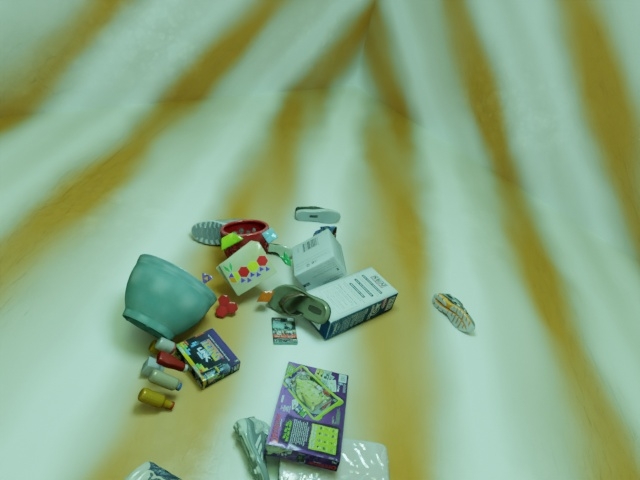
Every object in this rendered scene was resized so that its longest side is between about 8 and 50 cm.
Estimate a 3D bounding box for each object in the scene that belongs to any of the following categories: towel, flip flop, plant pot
[{"bbox_3d":[0.037,0.685,1.291,0.317,0.053,0.331,9,36,-5],"label":"towel"},{"bbox_3d":[-0.088,0.232,1.736,0.277,0.112,0.080,17,10,37],"label":"flip flop"},{"bbox_3d":[-0.517,0.206,1.582,0.293,0.293,0.196,23,65,12],"label":"plant pot"},{"bbox_3d":[-0.294,0.025,1.914,0.191,0.174,0.191,-1,19,0],"label":"plant pot"}]

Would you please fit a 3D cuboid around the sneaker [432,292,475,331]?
[{"bbox_3d":[0.553,0.282,1.959,0.083,0.084,0.215,-8,41,-34],"label":"sneaker"}]

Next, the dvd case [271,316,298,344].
[{"bbox_3d":[-0.130,0.324,1.739,0.087,0.013,0.119,3,39,-14],"label":"dvd case"}]

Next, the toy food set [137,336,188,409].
[{"bbox_3d":[-0.471,0.392,1.475,0.104,0.111,0.232,34,17,-26],"label":"toy food set"}]

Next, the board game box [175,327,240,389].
[{"bbox_3d":[-0.365,0.378,1.565,0.141,0.048,0.170,-23,50,-38],"label":"board game box"}]

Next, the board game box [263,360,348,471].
[{"bbox_3d":[-0.031,0.510,1.447,0.208,0.056,0.347,17,26,0],"label":"board game box"}]

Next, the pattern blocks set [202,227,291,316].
[{"bbox_3d":[-0.272,0.105,1.776,0.325,0.026,0.285,-23,86,-12],"label":"pattern blocks set"}]

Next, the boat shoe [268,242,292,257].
[{"bbox_3d":[-0.178,0.041,2.068,0.137,0.049,0.043,13,-3,0],"label":"boat shoe"}]

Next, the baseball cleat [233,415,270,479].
[{"bbox_3d":[-0.166,0.579,1.349,0.109,0.072,0.206,-6,44,-34],"label":"baseball cleat"}]

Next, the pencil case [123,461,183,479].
[{"bbox_3d":[-0.296,0.676,1.103,0.410,0.160,0.183,24,60,14],"label":"pencil case"}]

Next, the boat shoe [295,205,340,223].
[{"bbox_3d":[-0.012,-0.134,2.320,0.219,0.077,0.070,5,39,-9],"label":"boat shoe"}]

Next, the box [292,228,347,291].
[{"bbox_3d":[-0.007,0.080,1.938,0.181,0.119,0.182,-28,37,14],"label":"box"}]

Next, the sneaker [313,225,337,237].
[{"bbox_3d":[0.000,0.000,2.164,0.087,0.083,0.221,12,29,20],"label":"sneaker"}]

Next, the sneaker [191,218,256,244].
[{"bbox_3d":[-0.412,-0.041,2.082,0.281,0.105,0.115,-1,10,-16],"label":"sneaker"}]

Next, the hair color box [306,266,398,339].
[{"bbox_3d":[0.112,0.234,1.857,0.347,0.105,0.174,-18,47,-34],"label":"hair color box"}]
